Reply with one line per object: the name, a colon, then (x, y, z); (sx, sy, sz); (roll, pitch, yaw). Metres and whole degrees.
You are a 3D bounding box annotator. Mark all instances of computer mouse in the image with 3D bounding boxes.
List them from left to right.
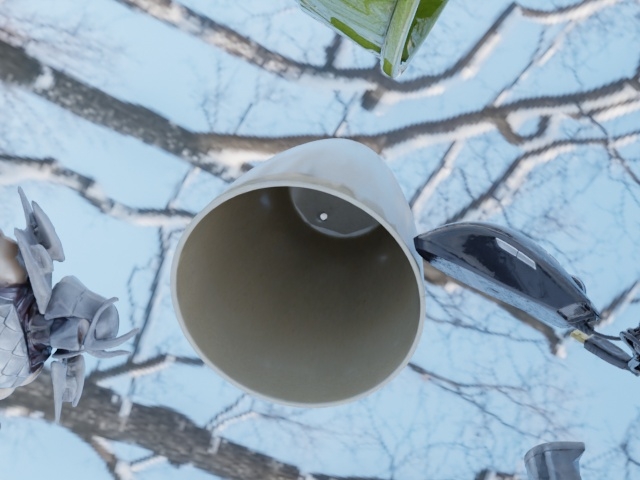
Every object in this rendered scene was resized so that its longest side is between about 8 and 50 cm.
computer mouse: (0.222, 0.049, 1.144); (0.262, 0.184, 0.060); (26, -96, 27)

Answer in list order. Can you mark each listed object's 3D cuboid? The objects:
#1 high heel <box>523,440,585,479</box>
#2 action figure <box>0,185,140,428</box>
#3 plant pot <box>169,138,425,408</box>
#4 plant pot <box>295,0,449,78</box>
high heel: (0.267, 0.214, 0.764); (0.261, 0.093, 0.186); (-2, -128, -3)
action figure: (-0.243, 0.052, 0.671); (0.285, 0.185, 0.099); (1, -148, -1)
plant pot: (0.000, 0.000, 1.308); (0.256, 0.256, 0.274); (-35, -165, 24)
plant pot: (-0.028, -0.339, 0.727); (0.353, 0.366, 0.366); (27, -90, 4)
